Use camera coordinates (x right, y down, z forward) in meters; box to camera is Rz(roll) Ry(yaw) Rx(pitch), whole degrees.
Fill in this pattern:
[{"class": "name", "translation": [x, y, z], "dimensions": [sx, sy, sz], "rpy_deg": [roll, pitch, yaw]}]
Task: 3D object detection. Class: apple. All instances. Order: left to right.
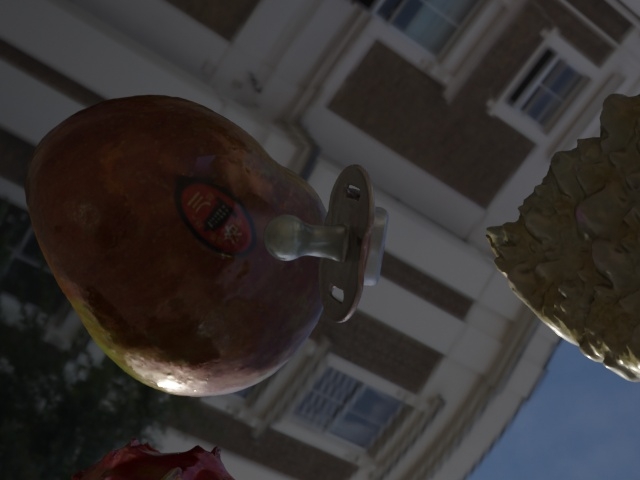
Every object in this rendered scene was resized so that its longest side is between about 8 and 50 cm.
[{"class": "apple", "translation": [-0.126, -0.007, 1.167], "dimensions": [0.250, 0.309, 0.277], "rpy_deg": [-31, -155, 1]}]

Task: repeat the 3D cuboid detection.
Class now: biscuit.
[{"class": "biscuit", "translation": [0.221, -0.012, 0.620], "dimensions": [0.281, 0.084, 0.179], "rpy_deg": [-40, -125, 35]}]

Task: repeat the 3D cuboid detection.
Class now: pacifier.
[{"class": "pacifier", "translation": [0.000, 0.000, 0.751], "dimensions": [0.081, 0.078, 0.099], "rpy_deg": [-155, -109, -66]}]

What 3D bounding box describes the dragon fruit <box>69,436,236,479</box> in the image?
[{"class": "dragon fruit", "translation": [-0.111, 0.286, 0.996], "dimensions": [0.210, 0.205, 0.268], "rpy_deg": [-29, -120, -23]}]
